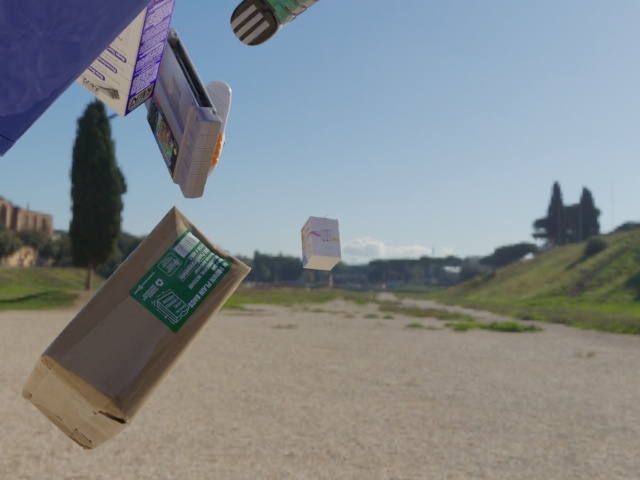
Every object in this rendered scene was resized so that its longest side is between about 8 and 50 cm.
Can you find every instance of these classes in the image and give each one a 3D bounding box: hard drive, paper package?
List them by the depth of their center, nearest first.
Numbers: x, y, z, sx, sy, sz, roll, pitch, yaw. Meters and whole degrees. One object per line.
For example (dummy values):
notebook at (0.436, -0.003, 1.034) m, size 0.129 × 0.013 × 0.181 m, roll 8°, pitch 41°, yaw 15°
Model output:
hard drive at (-0.394, -0.272, 1.025) m, size 0.040 × 0.318 × 0.210 m, roll 49°, pitch 7°, yaw 32°
paper package at (-0.305, 0.151, 1.278) m, size 0.168 × 0.325 × 0.309 m, roll 41°, pitch -32°, yaw -7°

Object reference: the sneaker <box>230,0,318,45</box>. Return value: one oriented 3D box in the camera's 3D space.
sneaker at (-0.029, -0.362, 1.099) m, size 0.223 × 0.083 × 0.098 m, roll -31°, pitch 13°, yaw 15°

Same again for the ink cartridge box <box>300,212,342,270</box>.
ink cartridge box at (0.000, 0.000, 2.237) m, size 0.089 × 0.143 × 0.092 m, roll 5°, pitch -27°, yaw -20°

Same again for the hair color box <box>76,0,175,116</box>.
hair color box at (-0.405, -0.432, 1.558) m, size 0.185 × 0.110 × 0.339 m, roll 37°, pitch -41°, yaw 5°

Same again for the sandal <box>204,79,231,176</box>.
sandal at (-0.277, -0.263, 1.948) m, size 0.101 × 0.265 × 0.076 m, roll 20°, pitch -2°, yaw 4°

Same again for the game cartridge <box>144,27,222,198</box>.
game cartridge at (-0.326, -0.291, 1.786) m, size 0.068 × 0.355 × 0.230 m, roll -2°, pitch -43°, yaw -32°
